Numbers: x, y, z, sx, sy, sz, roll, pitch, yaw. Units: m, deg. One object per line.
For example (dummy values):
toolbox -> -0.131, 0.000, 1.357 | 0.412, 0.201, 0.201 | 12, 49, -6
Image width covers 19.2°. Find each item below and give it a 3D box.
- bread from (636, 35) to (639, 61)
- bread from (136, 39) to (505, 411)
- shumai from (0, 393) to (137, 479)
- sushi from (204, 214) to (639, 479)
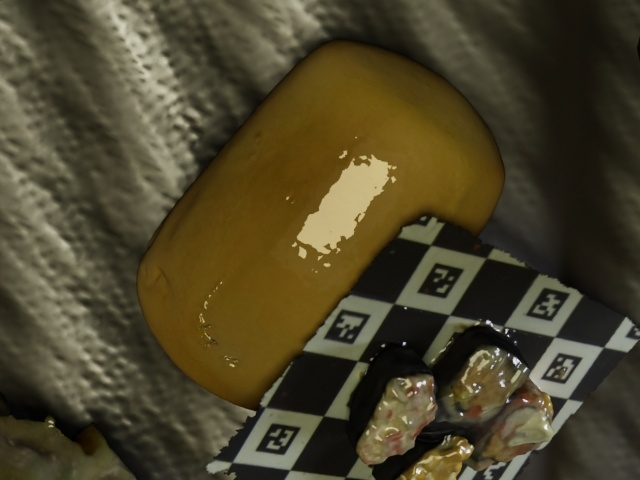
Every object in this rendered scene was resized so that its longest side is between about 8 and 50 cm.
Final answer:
bread -> 0.269, -0.018, 0.958 | 0.142, 0.227, 0.253 | -27, 102, 7
bread -> 0.000, 0.000, 1.037 | 0.147, 0.098, 0.217 | 32, 110, -15
shumai -> -0.255, 0.227, 1.028 | 0.346, 0.283, 0.217 | 11, 113, -2
sushi -> 0.073, 0.097, 1.052 | 0.210, 0.040, 0.193 | 23, 113, -40
